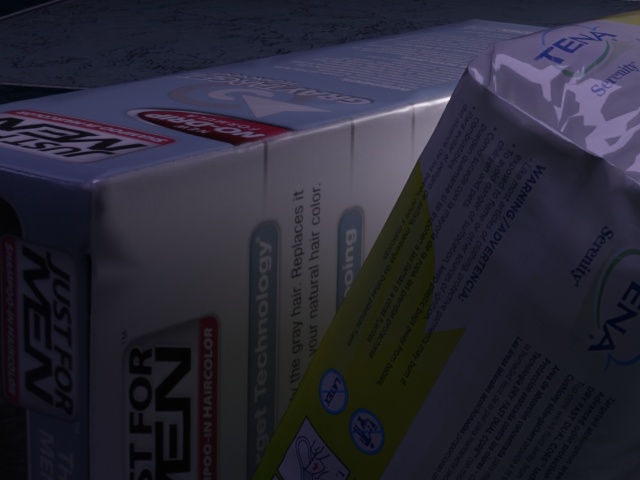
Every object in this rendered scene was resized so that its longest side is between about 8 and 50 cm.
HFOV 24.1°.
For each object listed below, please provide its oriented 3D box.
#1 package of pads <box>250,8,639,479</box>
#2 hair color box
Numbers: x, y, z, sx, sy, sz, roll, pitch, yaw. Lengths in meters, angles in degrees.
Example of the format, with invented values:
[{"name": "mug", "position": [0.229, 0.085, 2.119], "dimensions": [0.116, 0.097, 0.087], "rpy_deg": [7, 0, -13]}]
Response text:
[{"name": "package of pads", "position": [0.114, 0.026, 0.520], "dimensions": [0.101, 0.229, 0.296], "rpy_deg": [40, 34, 22]}, {"name": "hair color box", "position": [0.003, 0.022, 0.617], "dimensions": [0.113, 0.185, 0.374], "rpy_deg": [14, 20, 35]}]
